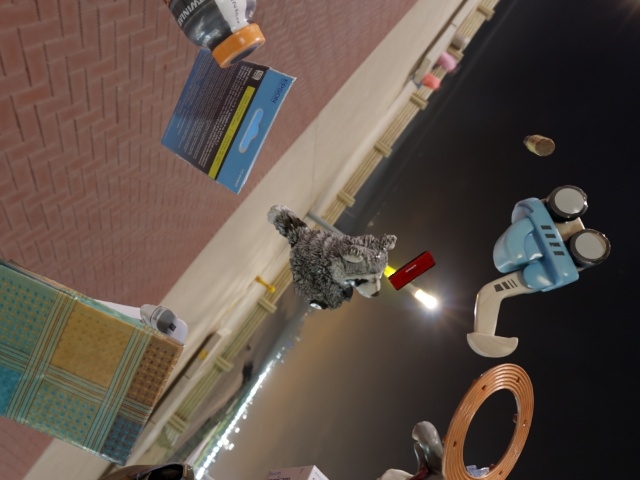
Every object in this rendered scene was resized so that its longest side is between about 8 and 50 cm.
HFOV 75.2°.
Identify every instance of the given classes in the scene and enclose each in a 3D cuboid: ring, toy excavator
[{"bbox_3d":[0.399,0.452,0.988,0.336,0.336,0.032,-53,-148,-15],"label":"ring"},{"bbox_3d":[0.622,0.100,1.286,0.445,0.432,0.222,-18,163,5],"label":"toy excavator"}]

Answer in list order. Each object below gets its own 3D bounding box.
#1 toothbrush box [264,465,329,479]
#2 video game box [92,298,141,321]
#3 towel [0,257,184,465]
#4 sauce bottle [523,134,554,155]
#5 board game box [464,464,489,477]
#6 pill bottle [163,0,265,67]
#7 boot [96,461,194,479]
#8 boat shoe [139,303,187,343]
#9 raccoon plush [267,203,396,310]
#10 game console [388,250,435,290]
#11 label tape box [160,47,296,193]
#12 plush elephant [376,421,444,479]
[{"bbox_3d":[-0.108,0.783,1.120,0.216,0.126,0.295,-32,-167,38],"label":"toothbrush box"},{"bbox_3d":[-0.773,0.264,1.504,0.187,0.205,0.048,-30,-131,46],"label":"video game box"},{"bbox_3d":[-0.479,0.232,0.779,0.271,0.370,0.040,-63,-174,2],"label":"towel"},{"bbox_3d":[0.513,-0.228,0.985,0.042,0.042,0.128,-56,-175,21],"label":"sauce bottle"},{"bbox_3d":[0.433,0.719,1.222,0.060,0.194,0.194,-107,-167,-49],"label":"board game box"},{"bbox_3d":[-0.188,-0.403,0.649,0.130,0.245,0.130,-30,-163,10],"label":"pill bottle"},{"bbox_3d":[-0.357,0.467,0.799,0.219,0.082,0.106,-5,145,-20],"label":"boot"},{"bbox_3d":[-0.498,0.271,1.325,0.258,0.084,0.095,92,23,-52],"label":"boat shoe"},{"bbox_3d":[0.000,0.000,1.176,0.216,0.446,0.299,-40,165,-37],"label":"raccoon plush"},{"bbox_3d":[0.263,0.075,1.260,0.144,0.085,0.124,-36,140,5],"label":"game console"},{"bbox_3d":[-0.189,-0.259,0.915,0.115,0.348,0.249,17,103,-52],"label":"label tape box"},{"bbox_3d":[0.229,0.683,1.073,0.255,0.330,0.272,-20,-153,14],"label":"plush elephant"}]
